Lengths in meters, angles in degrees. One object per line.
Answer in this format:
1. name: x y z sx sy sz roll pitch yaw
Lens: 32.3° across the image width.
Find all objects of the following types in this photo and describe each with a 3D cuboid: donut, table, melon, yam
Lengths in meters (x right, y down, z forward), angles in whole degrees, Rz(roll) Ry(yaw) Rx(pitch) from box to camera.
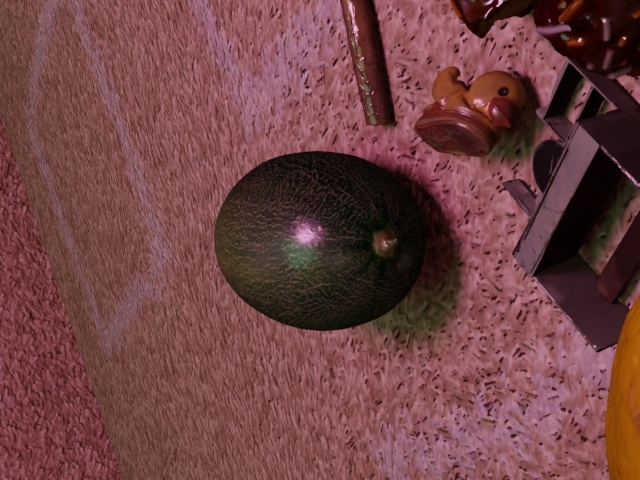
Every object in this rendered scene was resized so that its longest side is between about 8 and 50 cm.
1. donut: 0.164 -0.220 0.751 0.230 0.096 0.216 51 145 40
2. table: 0.198 -0.032 0.824 0.175 0.062 0.146 54 147 31
3. melon: 0.000 0.000 1.092 0.287 0.182 0.182 10 112 63
4. yam: 0.044 -0.183 1.081 0.032 0.032 0.145 4 108 62

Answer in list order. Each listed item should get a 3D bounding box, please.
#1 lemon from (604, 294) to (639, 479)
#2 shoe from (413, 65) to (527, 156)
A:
1. lemon: 0.271 0.109 0.549 0.310 0.253 0.253 64 152 27
2. shoe: 0.122 -0.111 0.920 0.072 0.069 0.109 36 164 -4
